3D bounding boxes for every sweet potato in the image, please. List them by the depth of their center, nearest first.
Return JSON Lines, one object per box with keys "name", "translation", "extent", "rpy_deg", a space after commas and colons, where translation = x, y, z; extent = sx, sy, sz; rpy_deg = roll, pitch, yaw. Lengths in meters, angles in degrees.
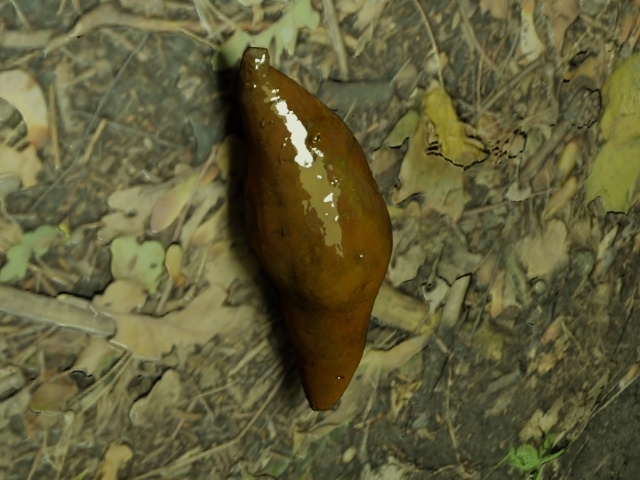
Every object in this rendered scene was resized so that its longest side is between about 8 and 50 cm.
{"name": "sweet potato", "translation": [0.000, -0.005, 1.116], "extent": [0.112, 0.112, 0.359], "rpy_deg": [-37, 132, -23]}
